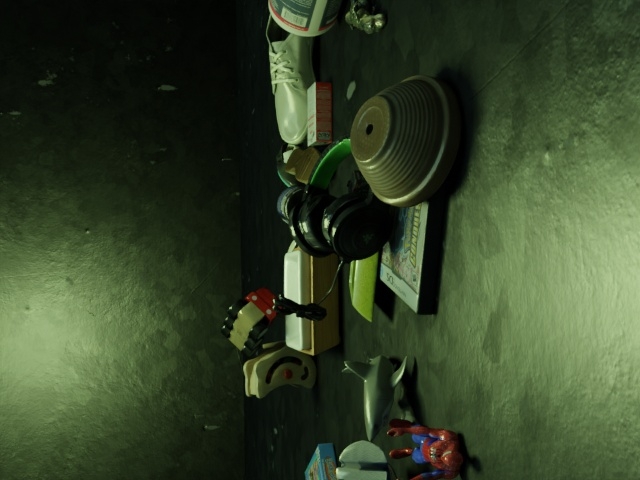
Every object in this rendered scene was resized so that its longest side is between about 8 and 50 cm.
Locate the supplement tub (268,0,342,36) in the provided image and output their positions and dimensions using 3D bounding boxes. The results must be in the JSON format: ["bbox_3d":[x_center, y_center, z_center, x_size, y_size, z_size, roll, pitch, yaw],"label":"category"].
[{"bbox_3d":[-0.022,-0.677,1.902,0.272,0.191,0.191,116,151,-60],"label":"supplement tub"}]

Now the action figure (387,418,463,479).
[{"bbox_3d":[0.154,0.371,1.317,0.280,0.139,0.091,153,115,-72],"label":"action figure"}]

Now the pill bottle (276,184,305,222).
[{"bbox_3d":[-0.064,-0.101,2.201,0.219,0.123,0.123,-150,61,-76],"label":"pill bottle"}]

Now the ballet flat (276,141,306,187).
[{"bbox_3d":[-0.094,-0.255,2.409,0.280,0.095,0.096,-117,42,-62],"label":"ballet flat"}]

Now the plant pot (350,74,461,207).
[{"bbox_3d":[0.129,-0.184,1.314,0.237,0.110,0.237,-27,58,53],"label":"plant pot"}]

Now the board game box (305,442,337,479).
[{"bbox_3d":[0.006,0.681,2.074,0.210,0.047,0.160,109,157,-51],"label":"board game box"}]

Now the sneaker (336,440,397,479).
[{"bbox_3d":[0.100,0.560,1.430,0.182,0.127,0.315,43,-127,-55],"label":"sneaker"}]

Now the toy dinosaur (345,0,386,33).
[{"bbox_3d":[0.090,-0.544,1.731,0.268,0.064,0.118,-120,26,-70],"label":"toy dinosaur"}]

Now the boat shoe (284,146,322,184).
[{"bbox_3d":[-0.022,-0.210,2.156,0.104,0.089,0.285,-62,21,5],"label":"boat shoe"}]

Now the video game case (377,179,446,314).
[{"bbox_3d":[0.170,-0.025,1.445,0.248,0.035,0.275,-133,45,-70],"label":"video game case"}]

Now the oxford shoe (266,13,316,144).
[{"bbox_3d":[-0.096,-0.515,2.242,0.169,0.130,0.449,2,91,39],"label":"oxford shoe"}]

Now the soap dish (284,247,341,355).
[{"bbox_3d":[-0.024,0.162,2.055,0.229,0.118,0.291,165,105,-75],"label":"soap dish"}]

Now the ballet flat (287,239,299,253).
[{"bbox_3d":[-0.065,0.054,2.297,0.248,0.086,0.086,106,159,-49],"label":"ballet flat"}]

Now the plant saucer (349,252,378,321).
[{"bbox_3d":[0.093,0.060,1.651,0.188,0.045,0.188,-92,6,-74],"label":"plant saucer"}]

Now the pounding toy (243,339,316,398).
[{"bbox_3d":[-0.121,0.391,2.260,0.155,0.269,0.154,-11,103,56],"label":"pounding toy"}]

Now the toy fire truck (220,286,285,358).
[{"bbox_3d":[-0.146,0.219,2.209,0.158,0.246,0.217,42,148,10],"label":"toy fire truck"}]

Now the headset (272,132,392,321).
[{"bbox_3d":[0.015,-0.032,1.512,0.243,0.185,0.394,4,81,55],"label":"headset"}]

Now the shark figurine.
[{"bbox_3d":[0.099,0.274,1.544,0.278,0.116,0.166,-88,17,-78],"label":"shark figurine"}]

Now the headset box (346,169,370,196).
[{"bbox_3d":[0.099,-0.123,1.631,0.062,0.083,0.032,108,157,-53],"label":"headset box"}]

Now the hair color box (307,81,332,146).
[{"bbox_3d":[-0.002,-0.354,2.107,0.093,0.053,0.167,170,101,-75],"label":"hair color box"}]
